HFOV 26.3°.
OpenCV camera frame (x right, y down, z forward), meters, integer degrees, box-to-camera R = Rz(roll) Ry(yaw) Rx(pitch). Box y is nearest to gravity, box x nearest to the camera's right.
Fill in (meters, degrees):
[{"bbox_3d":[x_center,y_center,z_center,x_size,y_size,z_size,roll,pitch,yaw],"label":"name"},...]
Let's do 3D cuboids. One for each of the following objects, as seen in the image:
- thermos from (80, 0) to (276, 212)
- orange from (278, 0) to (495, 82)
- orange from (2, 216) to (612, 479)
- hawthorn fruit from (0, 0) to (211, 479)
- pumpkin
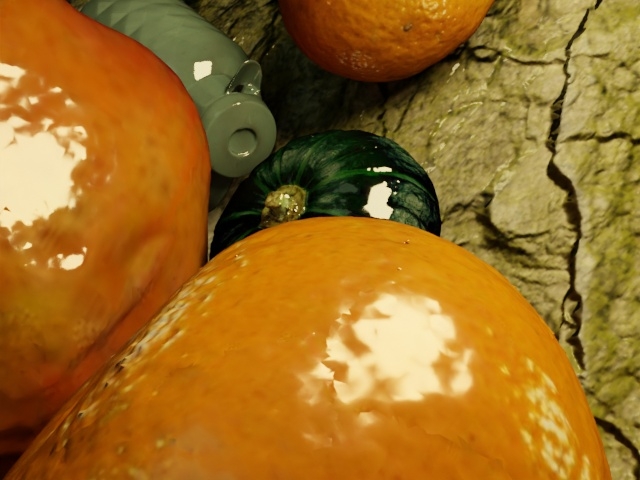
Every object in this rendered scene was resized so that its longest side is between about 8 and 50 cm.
[{"bbox_3d":[-0.144,-0.136,1.357,0.286,0.145,0.182,45,123,50],"label":"thermos"},{"bbox_3d":[0.066,-0.243,1.226,0.224,0.170,0.224,-45,19,20],"label":"orange"},{"bbox_3d":[-0.016,0.193,0.783,0.424,0.326,0.424,-48,4,4],"label":"orange"},{"bbox_3d":[-0.313,0.010,1.139,0.472,0.472,0.471,-24,44,26],"label":"hawthorn fruit"},{"bbox_3d":[0.000,0.000,1.103,0.202,0.140,0.202,-25,45,28],"label":"pumpkin"}]
